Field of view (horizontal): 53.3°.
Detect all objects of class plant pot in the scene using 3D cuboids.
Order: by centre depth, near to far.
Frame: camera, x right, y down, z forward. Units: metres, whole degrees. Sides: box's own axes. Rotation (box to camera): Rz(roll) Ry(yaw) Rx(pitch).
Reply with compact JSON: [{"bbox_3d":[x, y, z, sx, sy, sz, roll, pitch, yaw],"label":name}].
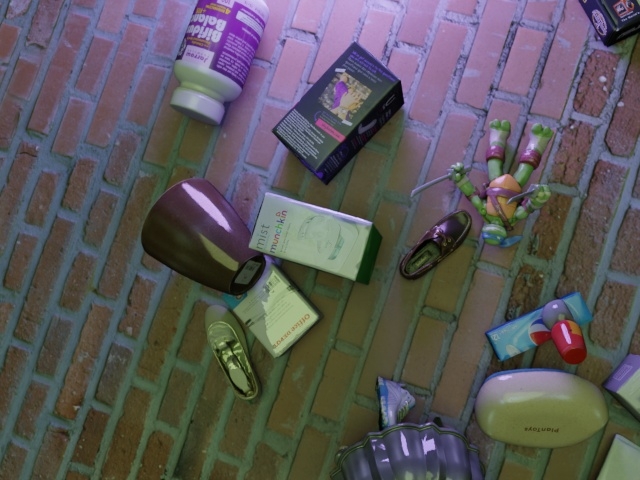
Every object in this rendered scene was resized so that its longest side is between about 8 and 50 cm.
[{"bbox_3d":[-0.237,0.012,1.404,0.230,0.215,0.215,36,91,25],"label":"plant pot"}]

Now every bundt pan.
[{"bbox_3d":[0.181,0.524,1.262,0.330,0.124,0.331,-2,116,-3],"label":"bundt pan"}]

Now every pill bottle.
[{"bbox_3d":[-0.245,-0.435,1.502,0.169,0.169,0.302,19,87,11],"label":"pill bottle"}]

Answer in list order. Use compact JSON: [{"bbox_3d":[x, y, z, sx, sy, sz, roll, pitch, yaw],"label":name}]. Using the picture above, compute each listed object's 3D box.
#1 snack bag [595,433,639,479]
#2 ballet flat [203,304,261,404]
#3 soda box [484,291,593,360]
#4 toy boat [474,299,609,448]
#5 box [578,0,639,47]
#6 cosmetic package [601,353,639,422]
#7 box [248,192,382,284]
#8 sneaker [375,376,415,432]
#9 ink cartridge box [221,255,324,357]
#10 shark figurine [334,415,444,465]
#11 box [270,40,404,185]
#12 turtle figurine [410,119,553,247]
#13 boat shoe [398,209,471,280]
[{"bbox_3d":[0.677,0.610,1.250,0.342,0.037,0.323,30,72,12],"label":"snack bag"},{"bbox_3d":[-0.206,0.259,1.465,0.086,0.086,0.249,-30,80,6],"label":"ballet flat"},{"bbox_3d":[0.462,0.183,1.360,0.210,0.071,0.067,-27,80,6],"label":"soda box"},{"bbox_3d":[0.459,0.278,1.285,0.267,0.148,0.318,6,122,0],"label":"toy boat"},{"bbox_3d":[0.739,-0.654,1.389,0.394,0.097,0.318,-25,77,7],"label":"box"},{"bbox_3d":[0.697,0.349,1.274,0.238,0.127,0.107,42,92,10],"label":"cosmetic package"},{"bbox_3d":[0.000,0.000,1.365,0.231,0.262,0.127,16,87,10],"label":"box"},{"bbox_3d":[0.161,0.350,1.345,0.082,0.191,0.072,4,112,1],"label":"sneaker"},{"bbox_3d":[-0.107,0.152,1.459,0.139,0.082,0.191,-43,80,2],"label":"ink cartridge box"},{"bbox_3d":[0.158,0.478,1.362,0.278,0.166,0.116,-8,56,-17],"label":"shark figurine"},{"bbox_3d":[0.044,-0.280,1.435,0.143,0.165,0.270,44,92,11],"label":"box"},{"bbox_3d":[0.379,-0.141,1.328,0.274,0.197,0.266,32,68,-28],"label":"turtle figurine"},{"bbox_3d":[0.258,0.011,1.415,0.073,0.073,0.207,43,91,12],"label":"boat shoe"}]
